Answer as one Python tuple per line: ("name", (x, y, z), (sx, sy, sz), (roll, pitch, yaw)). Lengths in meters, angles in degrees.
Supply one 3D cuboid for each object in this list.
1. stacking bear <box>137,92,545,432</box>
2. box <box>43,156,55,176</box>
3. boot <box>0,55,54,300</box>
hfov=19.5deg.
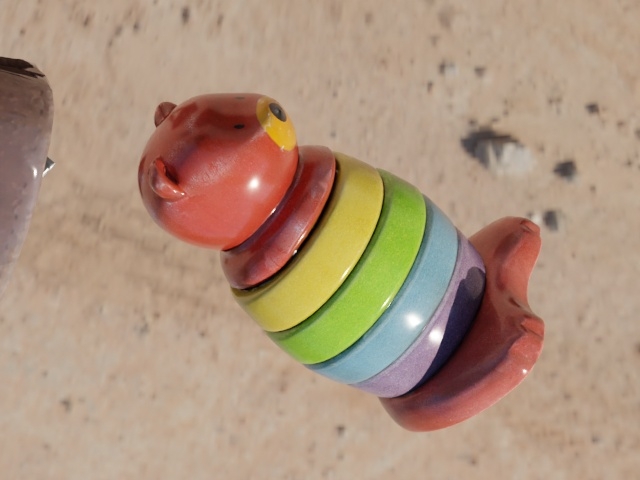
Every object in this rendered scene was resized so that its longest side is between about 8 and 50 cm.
("stacking bear", (0.000, 0.000, 1.328), (0.289, 0.175, 0.164), (35, 123, -21))
("box", (-0.324, -0.073, 1.584), (0.162, 0.029, 0.116), (42, 84, -16))
("boot", (-0.174, 0.051, 0.289), (0.207, 0.090, 0.248), (17, 111, -35))
